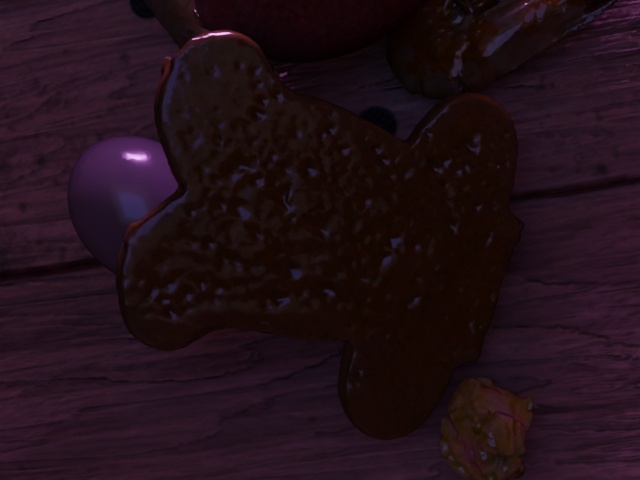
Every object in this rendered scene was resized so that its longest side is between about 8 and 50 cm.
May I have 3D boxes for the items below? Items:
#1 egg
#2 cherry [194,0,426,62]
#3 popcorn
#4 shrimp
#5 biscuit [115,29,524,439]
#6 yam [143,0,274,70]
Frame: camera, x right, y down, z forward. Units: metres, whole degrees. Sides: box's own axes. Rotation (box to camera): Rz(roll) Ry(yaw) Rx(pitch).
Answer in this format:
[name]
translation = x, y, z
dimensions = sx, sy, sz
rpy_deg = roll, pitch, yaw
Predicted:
[egg]
translation = -0.188, -0.027, 1.315
dimensions = 0.146, 0.146, 0.198
rpy_deg = -42, 84, 5
[cherry]
translation = 0.003, -0.307, 1.262
dimensions = 0.307, 0.221, 0.261
rpy_deg = -38, 38, 11
[popcorn]
translation = 0.170, 0.195, 1.235
dimensions = 0.097, 0.089, 0.109
rpy_deg = -51, 61, 39
[shrimp]
translation = 0.205, -0.254, 1.297
dimensions = 0.294, 0.062, 0.154
rpy_deg = -22, 72, 12
[biscuit]
translation = 0.000, 0.000, 1.243
dimensions = 0.394, 0.076, 0.368
rpy_deg = 13, 94, -8
[yam]
translation = -0.184, -0.309, 1.388
dimensions = 0.083, 0.083, 0.371
rpy_deg = -39, 74, 6
